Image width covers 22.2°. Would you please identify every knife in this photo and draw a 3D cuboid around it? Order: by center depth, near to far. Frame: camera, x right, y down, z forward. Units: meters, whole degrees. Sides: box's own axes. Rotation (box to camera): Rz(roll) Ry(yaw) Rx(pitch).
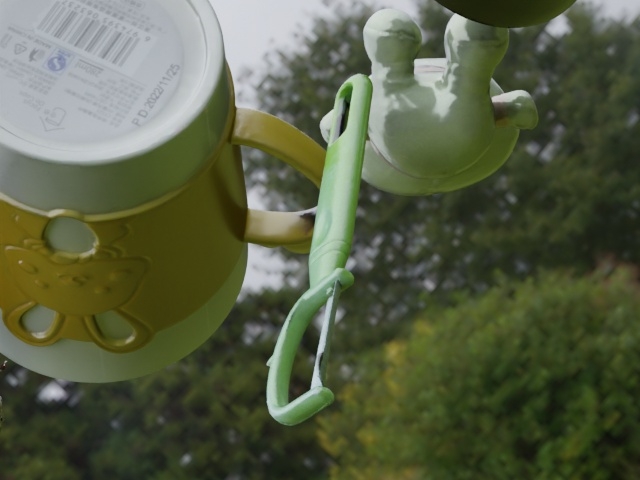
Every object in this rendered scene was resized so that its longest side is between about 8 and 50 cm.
[{"bbox_3d":[0.001,0.000,0.752,0.054,0.015,0.212,-41,28,41],"label":"knife"}]

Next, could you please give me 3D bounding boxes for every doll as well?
[{"bbox_3d":[0.077,-0.085,1.209,0.154,0.113,0.275,-3,-11,0],"label":"doll"}]

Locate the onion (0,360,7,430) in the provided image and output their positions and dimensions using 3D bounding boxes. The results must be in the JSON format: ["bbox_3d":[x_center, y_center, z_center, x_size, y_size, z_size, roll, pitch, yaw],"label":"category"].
[{"bbox_3d":[-0.267,0.088,1.018,0.184,0.147,0.184,16,-90,-70],"label":"onion"}]

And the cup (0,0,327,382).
[{"bbox_3d":[-0.101,-0.042,0.927,0.226,0.241,0.185,97,178,-60],"label":"cup"}]

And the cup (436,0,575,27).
[{"bbox_3d":[0.108,-0.253,0.987,0.177,0.239,0.166,140,144,-60],"label":"cup"}]
